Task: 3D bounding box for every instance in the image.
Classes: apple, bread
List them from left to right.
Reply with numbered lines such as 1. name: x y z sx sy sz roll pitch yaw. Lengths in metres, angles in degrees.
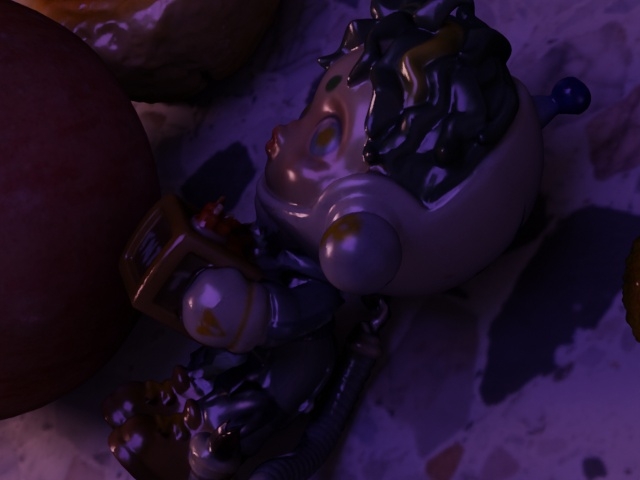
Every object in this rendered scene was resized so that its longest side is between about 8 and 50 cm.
1. apple: -0.282 -0.024 1.174 0.345 0.269 0.345 10 104 43
2. bread: -0.134 -0.209 1.328 0.244 0.134 0.244 -18 50 22

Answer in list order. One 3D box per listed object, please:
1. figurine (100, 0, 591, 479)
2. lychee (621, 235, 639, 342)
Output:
1. figurine: -0.002 -0.003 1.065 0.382 0.186 0.261 -47 35 8
2. lychee: 0.230 0.029 0.924 0.114 0.114 0.146 -41 29 5
